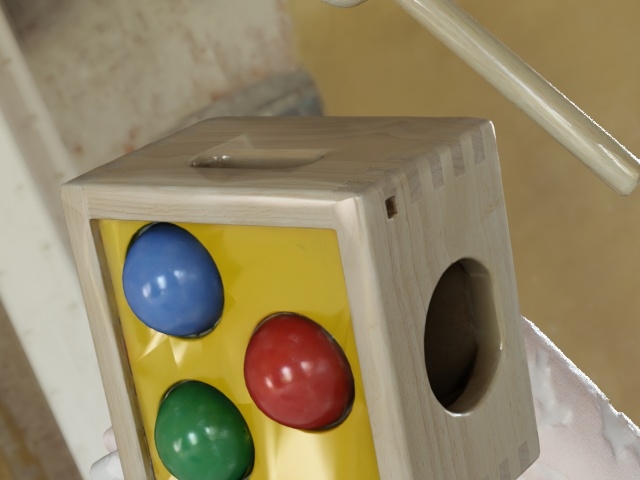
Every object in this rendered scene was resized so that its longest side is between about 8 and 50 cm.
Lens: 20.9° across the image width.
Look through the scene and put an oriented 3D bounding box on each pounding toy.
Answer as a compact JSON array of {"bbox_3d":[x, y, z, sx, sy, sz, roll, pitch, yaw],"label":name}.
[{"bbox_3d":[0.007,-0.005,0.567,0.181,0.206,0.094,3,22,36],"label":"pounding toy"}]

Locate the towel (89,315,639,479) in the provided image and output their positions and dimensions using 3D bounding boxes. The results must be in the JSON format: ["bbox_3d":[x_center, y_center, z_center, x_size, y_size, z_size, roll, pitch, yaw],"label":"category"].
[{"bbox_3d":[0.068,0.170,0.991,0.317,0.332,0.053,-33,21,43],"label":"towel"}]
